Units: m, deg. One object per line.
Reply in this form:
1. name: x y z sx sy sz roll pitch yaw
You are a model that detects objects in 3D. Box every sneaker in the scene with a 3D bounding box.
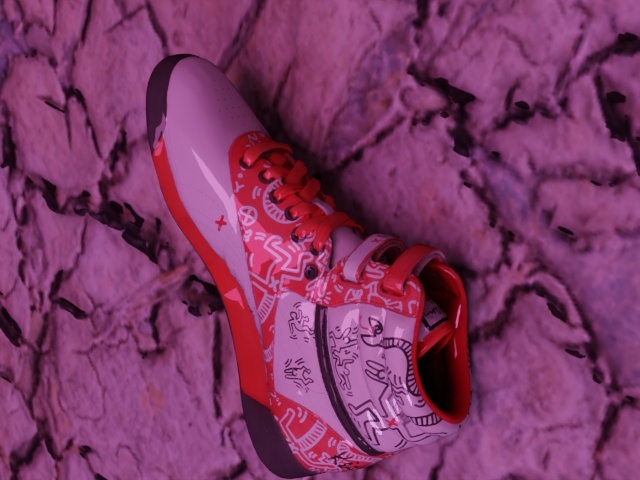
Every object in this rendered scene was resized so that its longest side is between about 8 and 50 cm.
1. sneaker: 0.001 0.000 0.751 0.145 0.090 0.270 -18 90 34
